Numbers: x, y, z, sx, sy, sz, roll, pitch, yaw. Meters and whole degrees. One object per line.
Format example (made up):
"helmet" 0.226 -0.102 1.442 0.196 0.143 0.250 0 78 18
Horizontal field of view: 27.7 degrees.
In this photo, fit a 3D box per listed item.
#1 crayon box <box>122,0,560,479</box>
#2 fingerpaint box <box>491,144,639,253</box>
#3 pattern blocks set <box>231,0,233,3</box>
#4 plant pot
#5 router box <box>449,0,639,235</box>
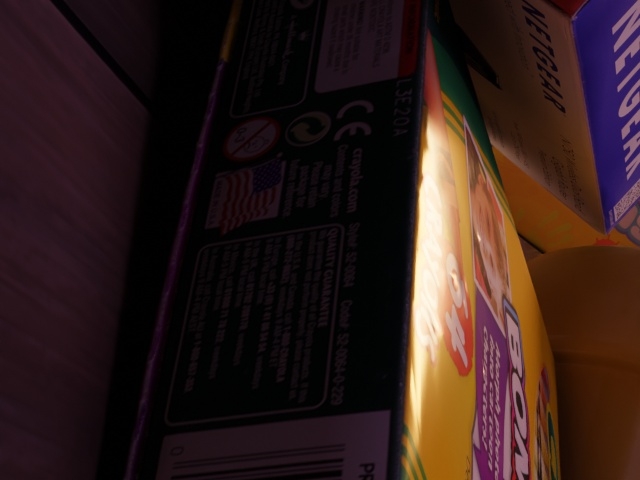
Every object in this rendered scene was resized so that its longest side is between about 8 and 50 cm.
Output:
"crayon box" 0.036 0.108 0.573 0.313 0.106 0.362 64 25 -44
"fingerpaint box" 0.296 -0.037 1.294 0.445 0.163 0.371 36 8 8
"pattern blocks set" 0.000 0.000 0.782 0.285 0.026 0.324 -85 160 -53
"plant pot" 0.199 0.169 0.840 0.239 0.254 0.254 -65 150 -28
"router box" 0.065 -0.168 0.725 0.301 0.082 0.335 43 -1 22
